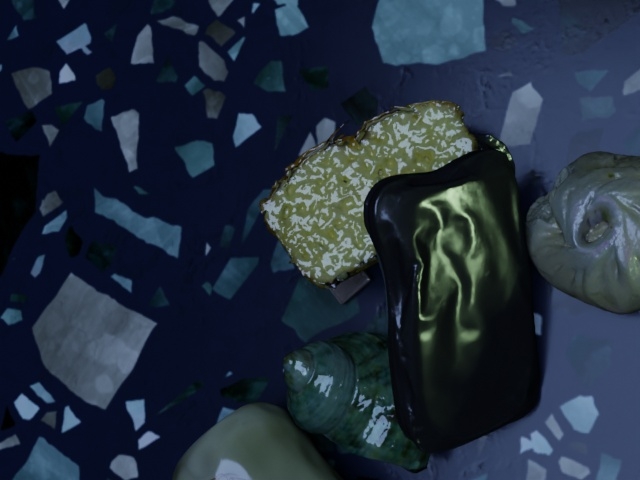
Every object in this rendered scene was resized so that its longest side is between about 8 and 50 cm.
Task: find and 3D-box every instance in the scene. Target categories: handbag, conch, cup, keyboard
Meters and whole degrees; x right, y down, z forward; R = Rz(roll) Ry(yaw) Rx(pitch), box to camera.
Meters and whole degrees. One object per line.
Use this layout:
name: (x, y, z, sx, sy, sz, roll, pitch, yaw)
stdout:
handbag: (0.149, 0.059, 1.274, 0.075, 0.191, 0.332, 17, 121, 60)
conch: (0.044, 0.181, 1.357, 0.188, 0.122, 0.176, 8, 43, -4)
cup: (-0.070, 0.330, 1.404, 0.173, 0.255, 0.202, -33, 71, -29)
keyboard: (0.000, 0.000, 1.458, 0.055, 0.017, 0.166, -42, 73, 17)

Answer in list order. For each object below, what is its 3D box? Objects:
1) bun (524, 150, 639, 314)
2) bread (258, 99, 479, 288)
bun: (0.319, -0.016, 1.281, 0.193, 0.128, 0.178, 27, 96, 23)
bread: (0.067, -0.055, 1.372, 0.260, 0.147, 0.160, -34, 82, 0)
